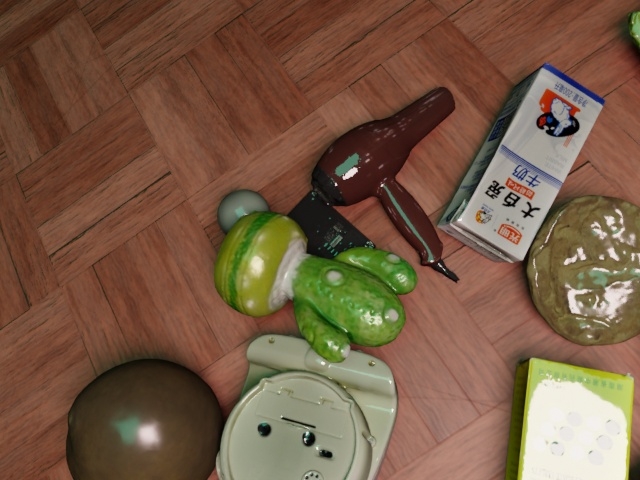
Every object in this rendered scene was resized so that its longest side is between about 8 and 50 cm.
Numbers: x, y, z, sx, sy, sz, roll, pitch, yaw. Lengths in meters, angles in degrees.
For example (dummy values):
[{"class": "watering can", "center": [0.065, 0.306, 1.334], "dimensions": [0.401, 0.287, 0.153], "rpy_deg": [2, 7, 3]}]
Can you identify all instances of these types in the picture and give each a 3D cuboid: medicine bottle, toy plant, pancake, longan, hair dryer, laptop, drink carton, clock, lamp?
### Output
[{"class": "medicine bottle", "center": [0.350, 0.303, 0.734], "dimensions": [0.137, 0.141, 0.250], "rpy_deg": [8, 76, 14]}, {"class": "toy plant", "center": [-0.007, 0.077, 0.857], "dimensions": [0.316, 0.184, 0.224], "rpy_deg": [18, 51, 19]}, {"class": "pancake", "center": [0.439, 0.045, 0.804], "dimensions": [0.242, 0.050, 0.242], "rpy_deg": [0, 98, 2]}, {"class": "longan", "center": [-0.284, 0.313, 0.831], "dimensions": [0.258, 0.258, 0.258], "rpy_deg": [-4, 72, 13]}, {"class": "hair dryer", "center": [0.183, -0.086, 0.935], "dimensions": [0.312, 0.123, 0.340], "rpy_deg": [-33, 79, -8]}, {"class": "laptop", "center": [0.000, 0.000, 0.983], "dimensions": [0.129, 0.016, 0.180], "rpy_deg": [-46, 67, -3]}, {"class": "drink carton", "center": [0.336, -0.124, 0.870], "dimensions": [0.130, 0.106, 0.315], "rpy_deg": [30, 83, -2]}, {"class": "clock", "center": [-0.032, 0.320, 0.800], "dimensions": [0.265, 0.108, 0.324], "rpy_deg": [8, 58, 18]}, {"class": "lamp", "center": [-0.146, -0.048, 0.989], "dimensions": [0.105, 0.105, 0.105], "rpy_deg": [-4, 72, 13]}]

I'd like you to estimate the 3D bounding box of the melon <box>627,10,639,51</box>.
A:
[{"class": "melon", "center": [0.720, -0.294, 0.790], "dimensions": [0.331, 0.226, 0.343], "rpy_deg": [-19, 83, -4]}]
